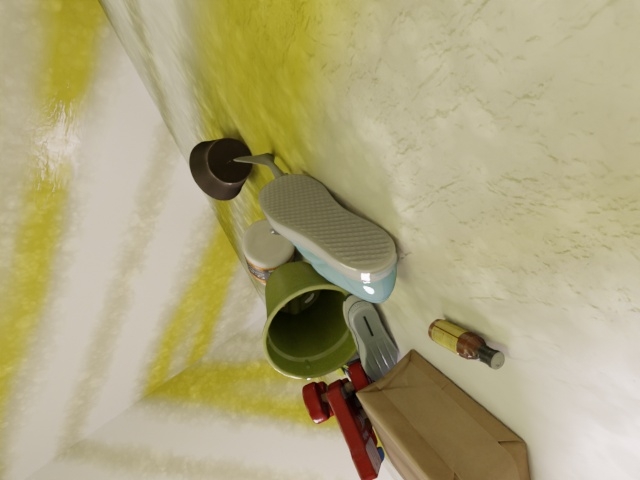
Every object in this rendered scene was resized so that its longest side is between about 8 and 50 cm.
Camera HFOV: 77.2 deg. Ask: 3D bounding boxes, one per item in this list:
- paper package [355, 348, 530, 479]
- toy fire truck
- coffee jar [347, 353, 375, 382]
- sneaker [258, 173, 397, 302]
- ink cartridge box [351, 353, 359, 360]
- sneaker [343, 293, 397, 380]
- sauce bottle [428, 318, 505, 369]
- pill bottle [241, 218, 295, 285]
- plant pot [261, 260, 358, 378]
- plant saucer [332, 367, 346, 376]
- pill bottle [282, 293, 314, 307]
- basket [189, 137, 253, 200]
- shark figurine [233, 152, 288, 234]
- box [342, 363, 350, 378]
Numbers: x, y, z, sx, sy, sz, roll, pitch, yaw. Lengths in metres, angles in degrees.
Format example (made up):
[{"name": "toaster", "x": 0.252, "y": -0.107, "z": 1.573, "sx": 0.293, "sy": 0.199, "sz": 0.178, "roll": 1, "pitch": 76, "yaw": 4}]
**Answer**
[{"name": "paper package", "x": 0.257, "y": 0.450, "z": 0.834, "sx": 0.309, "sy": 0.168, "sz": 0.324, "roll": 34, "pitch": 154, "yaw": 53}, {"name": "toy fire truck", "x": 0.088, "y": 0.473, "z": 1.057, "sx": 0.302, "sy": 0.170, "sz": 0.253, "roll": 59, "pitch": -173, "yaw": -69}, {"name": "coffee jar", "x": 0.152, "y": 0.431, "z": 1.266, "sx": 0.184, "sy": 0.079, "sz": 0.096, "roll": 62, "pitch": 167, "yaw": -22}, {"name": "sneaker", "x": 0.000, "y": 0.000, "z": 0.777, "sx": 0.366, "sy": 0.135, "sz": 0.150, "roll": 43, "pitch": 156, "yaw": 42}, {"name": "ink cartridge box", "x": 0.009, "y": 0.314, "z": 1.239, "sx": 0.128, "sy": 0.176, "sz": 0.127, "roll": -111, "pitch": -3, "yaw": -69}, {"name": "sneaker", "x": 0.123, "y": 0.234, "z": 0.985, "sx": 0.091, "sy": 0.094, "sz": 0.258, "roll": -120, "pitch": 11, "yaw": -61}, {"name": "sauce bottle", "x": 0.217, "y": 0.156, "z": 0.604, "sx": 0.042, "sy": 0.042, "sz": 0.128, "roll": 63, "pitch": 165, "yaw": -20}, {"name": "pill bottle", "x": -0.162, "y": 0.053, "z": 1.311, "sx": 0.162, "sy": 0.162, "sz": 0.278, "roll": 52, "pitch": 163, "yaw": 16}, {"name": "plant pot", "x": -0.044, "y": 0.188, "z": 1.108, "sx": 0.276, "sy": 0.276, "sz": 0.254, "roll": 65, "pitch": 174, "yaw": -27}, {"name": "plant saucer", "x": 0.032, "y": 0.472, "z": 1.683, "sx": 0.188, "sy": 0.045, "sz": 0.188, "roll": 58, "pitch": 179, "yaw": -4}, {"name": "pill bottle", "x": -0.092, "y": 0.218, "z": 1.381, "sx": 0.117, "sy": 0.117, "sz": 0.215, "roll": 49, "pitch": 129, "yaw": 25}, {"name": "basket", "x": -0.292, "y": -0.222, "z": 1.196, "sx": 0.204, "sy": 0.154, "sz": 0.227, "roll": 59, "pitch": 161, "yaw": -14}, {"name": "shark figurine", "x": -0.088, "y": -0.076, "z": 0.934, "sx": 0.166, "sy": 0.116, "sz": 0.278, "roll": 28, "pitch": 149, "yaw": 58}, {"name": "box", "x": 0.155, "y": 0.540, "z": 1.541, "sx": 0.184, "sy": 0.045, "sz": 0.191, "roll": 59, "pitch": 165, "yaw": 0}]
